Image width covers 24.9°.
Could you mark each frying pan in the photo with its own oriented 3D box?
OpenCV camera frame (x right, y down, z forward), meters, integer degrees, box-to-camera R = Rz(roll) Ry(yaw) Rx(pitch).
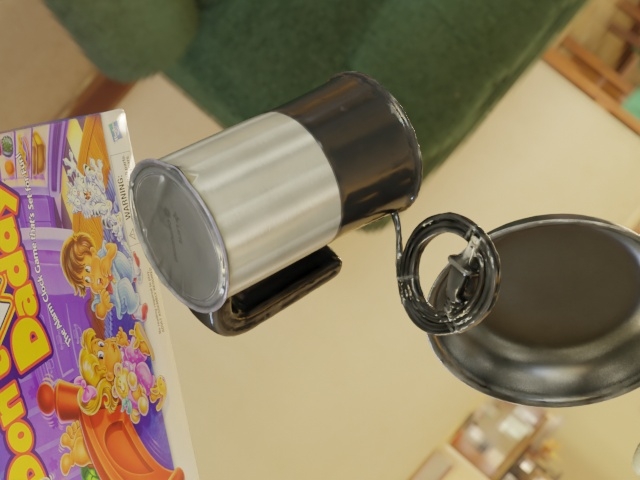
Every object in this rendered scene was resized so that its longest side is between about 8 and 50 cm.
[{"bbox_3d":[0.234,0.033,1.056,0.326,0.197,0.053,-17,-141,19],"label":"frying pan"}]

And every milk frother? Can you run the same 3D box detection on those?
[{"bbox_3d":[0.000,0.000,0.745,0.134,0.143,0.129,-28,124,-31],"label":"milk frother"}]

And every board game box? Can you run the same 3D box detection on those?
[{"bbox_3d":[-0.175,0.107,0.886,0.078,0.347,0.233,-8,-172,24],"label":"board game box"}]

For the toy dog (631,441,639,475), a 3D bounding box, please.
[{"bbox_3d":[0.379,-0.010,0.808,0.284,0.395,0.408,-45,142,-78],"label":"toy dog"}]
